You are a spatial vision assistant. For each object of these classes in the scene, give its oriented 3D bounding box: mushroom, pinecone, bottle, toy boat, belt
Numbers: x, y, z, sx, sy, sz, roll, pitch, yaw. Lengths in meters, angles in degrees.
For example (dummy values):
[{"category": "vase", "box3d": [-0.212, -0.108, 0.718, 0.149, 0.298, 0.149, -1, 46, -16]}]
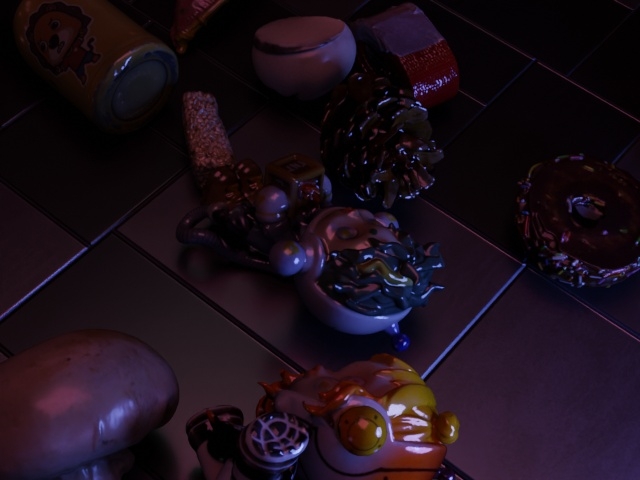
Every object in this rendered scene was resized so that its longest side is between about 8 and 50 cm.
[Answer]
[{"category": "mushroom", "box3d": [-0.295, 0.261, 1.457, 0.293, 0.292, 0.290, -22, 90, -20]}, {"category": "pinecone", "box3d": [0.086, -0.147, 1.799, 0.184, 0.179, 0.204, 25, 18, -22]}, {"category": "bottle", "box3d": [-0.406, -0.328, 1.916, 0.351, 0.171, 0.171, 38, 59, 24]}, {"category": "toy boat", "box3d": [-0.171, -0.452, 2.077, 0.141, 0.099, 0.318, -4, 38, 47]}, {"category": "belt", "box3d": [0.146, -0.305, 1.968, 0.124, 0.128, 0.201, -24, 62, -22]}]

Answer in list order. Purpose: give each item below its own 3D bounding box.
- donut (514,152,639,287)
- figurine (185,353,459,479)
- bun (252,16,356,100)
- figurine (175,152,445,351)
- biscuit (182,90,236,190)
[{"category": "donut", "box3d": [0.400, -0.023, 1.803, 0.235, 0.089, 0.235, 3, 53, -4]}, {"category": "figurine", "box3d": [0.018, 0.251, 1.476, 0.323, 0.320, 0.196, -8, 91, -22]}, {"category": "bun", "box3d": [-0.024, -0.293, 1.949, 0.173, 0.119, 0.173, -7, 28, 4]}, {"category": "figurine", "box3d": [0.003, -0.003, 1.699, 0.382, 0.186, 0.261, 36, 47, 27]}, {"category": "biscuit", "box3d": [-0.179, -0.158, 1.856, 0.070, 0.082, 0.168, -8, 54, -14]}]
